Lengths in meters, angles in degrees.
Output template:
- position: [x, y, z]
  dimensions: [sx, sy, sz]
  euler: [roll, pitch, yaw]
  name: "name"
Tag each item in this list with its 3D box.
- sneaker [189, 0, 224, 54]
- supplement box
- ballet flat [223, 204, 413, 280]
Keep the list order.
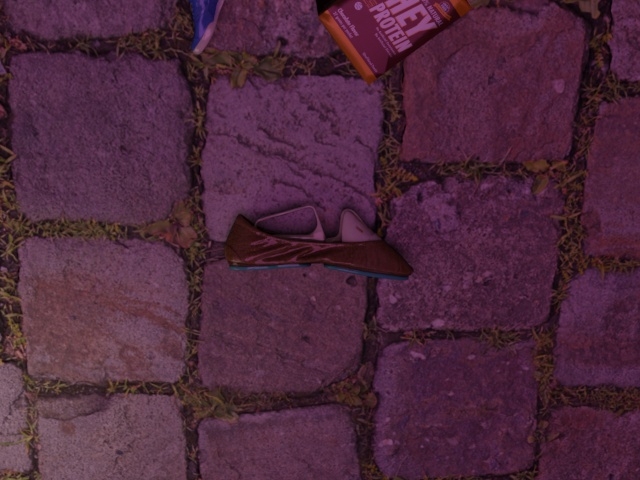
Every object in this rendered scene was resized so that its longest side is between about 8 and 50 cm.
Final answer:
- position: [-0.201, -0.383, 1.416]
  dimensions: [0.084, 0.058, 0.152]
  euler: [20, 107, -16]
  name: "sneaker"
- position: [0.106, -0.366, 1.362]
  dimensions: [0.191, 0.194, 0.129]
  euler: [-35, 109, 12]
  name: "supplement box"
- position: [0.000, 0.000, 1.573]
  dimensions: [0.342, 0.116, 0.124]
  euler: [4, 93, 0]
  name: "ballet flat"
